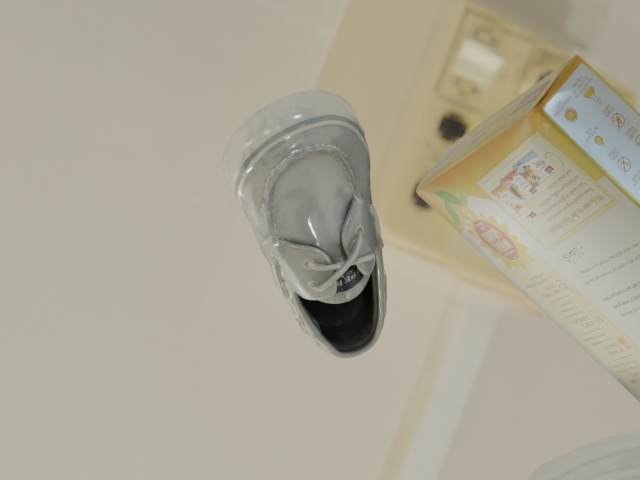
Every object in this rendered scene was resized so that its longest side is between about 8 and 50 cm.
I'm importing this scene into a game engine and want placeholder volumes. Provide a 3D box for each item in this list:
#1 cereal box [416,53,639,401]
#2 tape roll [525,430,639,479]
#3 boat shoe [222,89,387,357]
[{"bbox_3d":[0.176,0.020,1.026,0.240,0.047,0.173,42,158,-5],"label":"cereal box"},{"bbox_3d":[0.229,0.272,1.276,0.286,0.286,0.100,18,163,29],"label":"tape roll"},{"bbox_3d":[0.000,0.000,0.864,0.063,0.066,0.184,61,167,25],"label":"boat shoe"}]
